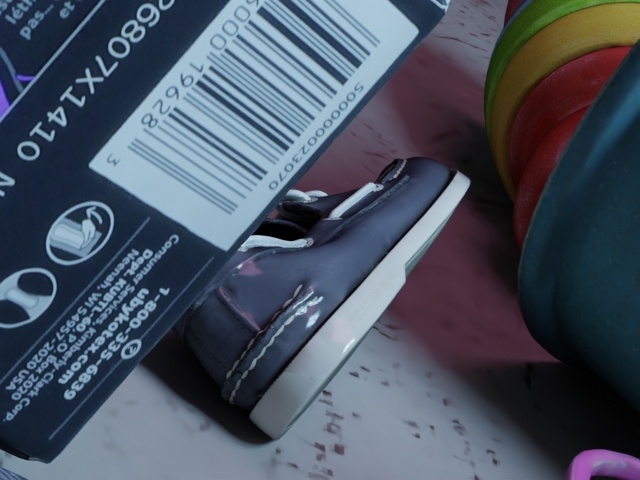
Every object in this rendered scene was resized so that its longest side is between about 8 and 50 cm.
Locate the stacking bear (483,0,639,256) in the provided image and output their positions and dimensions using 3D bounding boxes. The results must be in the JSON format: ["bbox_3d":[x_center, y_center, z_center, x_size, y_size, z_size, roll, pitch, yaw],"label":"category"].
[{"bbox_3d":[0.164,-0.057,0.924,0.164,0.175,0.289,6,28,7],"label":"stacking bear"}]

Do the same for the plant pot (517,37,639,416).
[{"bbox_3d":[0.305,0.053,0.656,0.341,0.341,0.334,9,39,-52],"label":"plant pot"}]

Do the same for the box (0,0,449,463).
[{"bbox_3d":[-0.125,-0.099,0.463,0.270,0.165,0.143,46,6,36],"label":"box"}]

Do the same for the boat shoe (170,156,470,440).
[{"bbox_3d":[0.000,0.000,0.623,0.065,0.075,0.206,37,23,1],"label":"boat shoe"}]

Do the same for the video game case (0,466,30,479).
[{"bbox_3d":[-0.129,0.021,0.297,0.274,0.026,0.196,27,-8,-17],"label":"video game case"}]

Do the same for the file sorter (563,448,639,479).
[{"bbox_3d":[0.168,0.067,0.400,0.182,0.291,0.202,30,18,0],"label":"file sorter"}]
